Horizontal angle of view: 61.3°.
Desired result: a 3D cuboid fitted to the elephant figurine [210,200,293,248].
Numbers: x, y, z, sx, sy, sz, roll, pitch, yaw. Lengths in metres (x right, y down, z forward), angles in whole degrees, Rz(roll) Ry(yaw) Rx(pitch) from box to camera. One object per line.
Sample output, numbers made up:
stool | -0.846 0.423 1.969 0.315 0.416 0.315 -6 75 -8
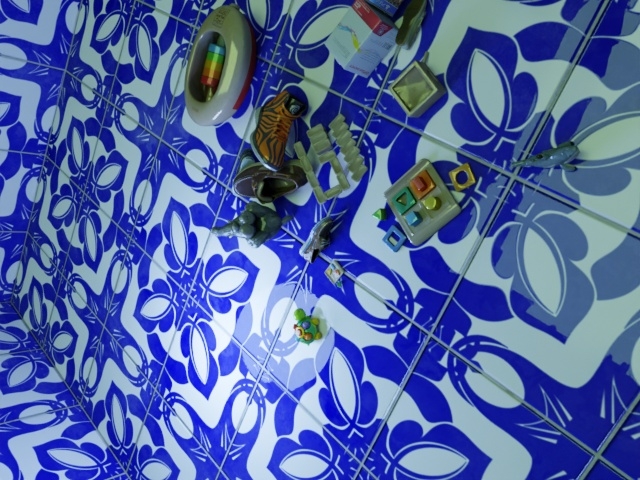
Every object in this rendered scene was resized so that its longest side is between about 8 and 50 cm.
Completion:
elephant figurine | -0.252 -0.054 1.931 0.169 0.186 0.239 -59 19 -18

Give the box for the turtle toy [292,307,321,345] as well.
turtle toy | -0.056 0.291 1.817 0.095 0.066 0.130 -19 78 37

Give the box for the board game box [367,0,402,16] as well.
board game box | 0.190 -0.849 1.552 0.291 0.141 0.232 -53 52 26

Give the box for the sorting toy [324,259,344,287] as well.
sorting toy | 0.051 0.112 1.764 0.083 0.012 0.062 52 120 27

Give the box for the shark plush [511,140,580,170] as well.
shark plush | 0.550 -0.210 1.322 0.161 0.067 0.073 7 95 39

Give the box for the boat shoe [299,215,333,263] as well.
boat shoe | 0.000 0.000 1.779 0.066 0.066 0.183 49 128 23

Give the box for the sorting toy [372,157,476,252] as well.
sorting toy | 0.283 -0.112 1.553 0.348 0.047 0.195 -43 65 31

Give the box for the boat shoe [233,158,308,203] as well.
boat shoe | -0.188 -0.192 1.864 0.342 0.123 0.123 -3 128 34

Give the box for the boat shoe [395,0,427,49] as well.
boat shoe | 0.271 -0.634 1.571 0.056 0.048 0.152 30 102 43

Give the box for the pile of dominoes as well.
pile of dominoes | 0.038 -0.264 1.752 0.196 0.040 0.251 -27 73 14

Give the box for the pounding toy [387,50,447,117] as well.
pounding toy | 0.279 -0.448 1.538 0.130 0.100 0.141 -41 76 32

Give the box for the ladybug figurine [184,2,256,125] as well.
ladybug figurine | -0.357 -0.638 1.998 0.305 0.162 0.448 34 111 35

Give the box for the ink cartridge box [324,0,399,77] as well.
ink cartridge box | 0.128 -0.607 1.626 0.176 0.128 0.127 -47 62 29

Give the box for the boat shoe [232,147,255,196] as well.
boat shoe | -0.283 -0.253 2.010 0.083 0.065 0.183 -98 27 -46

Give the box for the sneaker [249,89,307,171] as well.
sneaker | -0.134 -0.388 1.796 0.180 0.125 0.320 -34 47 32
